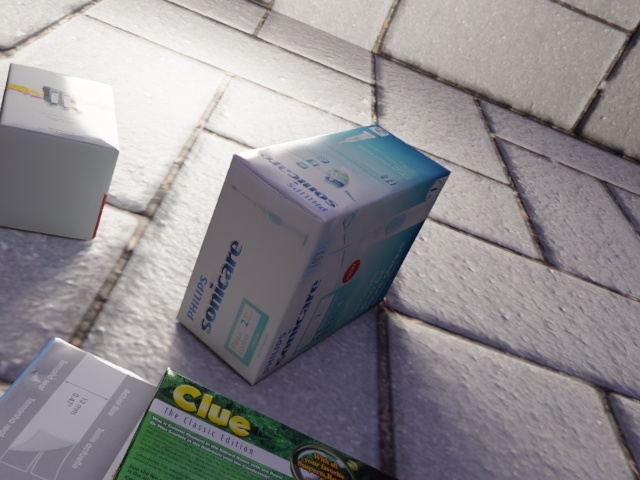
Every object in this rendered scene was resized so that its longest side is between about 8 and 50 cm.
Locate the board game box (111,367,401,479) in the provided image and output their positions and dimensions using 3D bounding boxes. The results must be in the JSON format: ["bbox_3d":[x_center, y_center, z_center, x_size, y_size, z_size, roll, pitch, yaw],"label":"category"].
[{"bbox_3d":[-0.008,0.189,0.466,0.259,0.030,0.136,28,31,-7],"label":"board game box"}]

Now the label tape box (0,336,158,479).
[{"bbox_3d":[-0.089,0.236,0.461,0.347,0.115,0.249,23,28,0],"label":"label tape box"}]

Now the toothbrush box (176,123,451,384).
[{"bbox_3d":[0.000,0.000,0.818,0.126,0.216,0.295,36,30,21],"label":"toothbrush box"}]

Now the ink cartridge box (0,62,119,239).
[{"bbox_3d":[-0.320,-0.109,0.844,0.127,0.128,0.176,10,31,-25],"label":"ink cartridge box"}]
